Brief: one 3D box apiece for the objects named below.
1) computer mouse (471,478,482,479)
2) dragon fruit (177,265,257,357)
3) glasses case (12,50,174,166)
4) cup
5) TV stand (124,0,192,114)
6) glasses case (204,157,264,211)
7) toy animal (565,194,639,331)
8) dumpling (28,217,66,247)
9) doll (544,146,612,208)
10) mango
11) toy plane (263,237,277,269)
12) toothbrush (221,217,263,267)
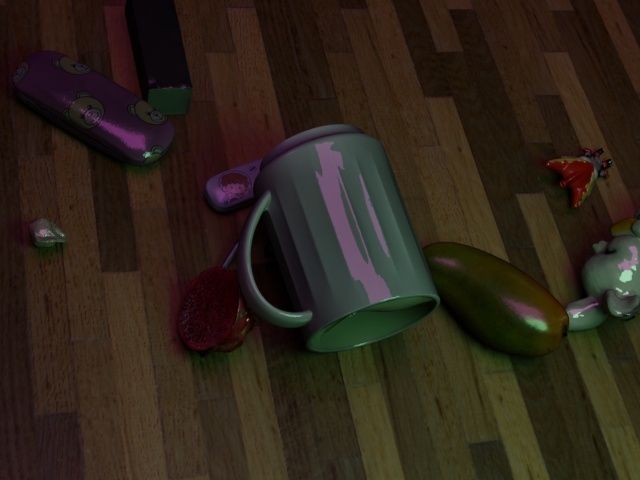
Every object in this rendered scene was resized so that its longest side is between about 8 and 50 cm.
[{"bbox_3d":[0.240,0.425,1.723,0.066,0.039,0.096,34,47,8],"label":"computer mouse"},{"bbox_3d":[-0.148,0.130,1.788,0.111,0.153,0.153,25,44,-41],"label":"dragon fruit"},{"bbox_3d":[-0.413,-0.241,1.979,0.316,0.076,0.123,31,54,7],"label":"glasses case"},{"bbox_3d":[0.000,0.000,1.796,0.322,0.237,0.327,-9,68,-29],"label":"cup"},{"bbox_3d":[-0.312,-0.369,2.092,0.088,0.083,0.270,-5,59,-19],"label":"TV stand"},{"bbox_3d":[-0.127,-0.104,1.980,0.178,0.045,0.067,-22,71,-27],"label":"glasses case"},{"bbox_3d":[0.572,0.046,1.972,0.154,0.208,0.325,45,57,-13],"label":"toy animal"},{"bbox_3d":[-0.458,-0.015,1.826,0.057,0.076,0.052,-15,85,-19],"label":"dumpling"},{"bbox_3d":[0.521,-0.136,2.174,0.169,0.057,0.109,-28,84,-45],"label":"doll"},{"bbox_3d":[0.302,0.097,1.907,0.146,0.129,0.289,-38,68,-22],"label":"mango"},{"bbox_3d":[-0.058,0.008,1.933,0.120,0.031,0.049,-27,72,-26],"label":"toy plane"},{"bbox_3d":[-0.122,-0.016,1.912,0.031,0.023,0.321,30,63,-4],"label":"toothbrush"}]
